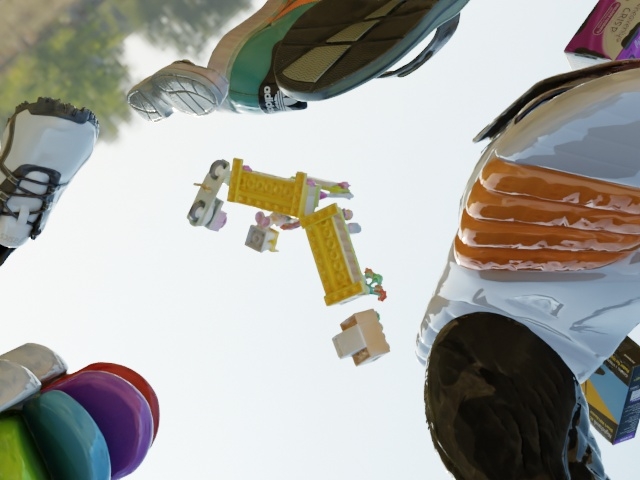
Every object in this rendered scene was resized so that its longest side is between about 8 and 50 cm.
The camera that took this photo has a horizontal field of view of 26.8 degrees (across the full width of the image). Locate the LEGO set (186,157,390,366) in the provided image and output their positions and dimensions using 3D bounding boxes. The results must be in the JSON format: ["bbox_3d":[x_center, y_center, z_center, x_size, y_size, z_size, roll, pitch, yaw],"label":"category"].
[{"bbox_3d":[0.000,0.000,1.374,0.107,0.287,0.132,-2,126,-56],"label":"LEGO set"}]

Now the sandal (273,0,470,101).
[{"bbox_3d":[0.081,-0.206,1.298,0.120,0.086,0.303,23,-134,36],"label":"sandal"}]

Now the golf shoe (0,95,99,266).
[{"bbox_3d":[-0.240,-0.043,1.117,0.198,0.077,0.094,-44,-143,50],"label":"golf shoe"}]

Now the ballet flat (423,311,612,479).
[{"bbox_3d":[0.074,0.090,0.458,0.057,0.049,0.173,-16,-138,-3],"label":"ballet flat"}]

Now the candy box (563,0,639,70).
[{"bbox_3d":[0.369,-0.182,1.492,0.071,0.233,0.159,21,-113,40],"label":"candy box"}]

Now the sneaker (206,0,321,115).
[{"bbox_3d":[0.000,-0.228,1.452,0.121,0.108,0.302,13,-133,25],"label":"sneaker"}]

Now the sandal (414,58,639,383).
[{"bbox_3d":[0.097,-0.013,0.527,0.265,0.102,0.076,119,-14,-62],"label":"sandal"}]

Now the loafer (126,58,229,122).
[{"bbox_3d":[-0.102,-0.117,0.991,0.039,0.045,0.125,-52,-155,-24],"label":"loafer"}]

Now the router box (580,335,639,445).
[{"bbox_3d":[0.366,0.169,1.806,0.046,0.133,0.179,-12,-144,-27],"label":"router box"}]

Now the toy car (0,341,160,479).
[{"bbox_3d":[-0.188,0.150,1.014,0.136,0.159,0.182,-24,-178,5],"label":"toy car"}]
